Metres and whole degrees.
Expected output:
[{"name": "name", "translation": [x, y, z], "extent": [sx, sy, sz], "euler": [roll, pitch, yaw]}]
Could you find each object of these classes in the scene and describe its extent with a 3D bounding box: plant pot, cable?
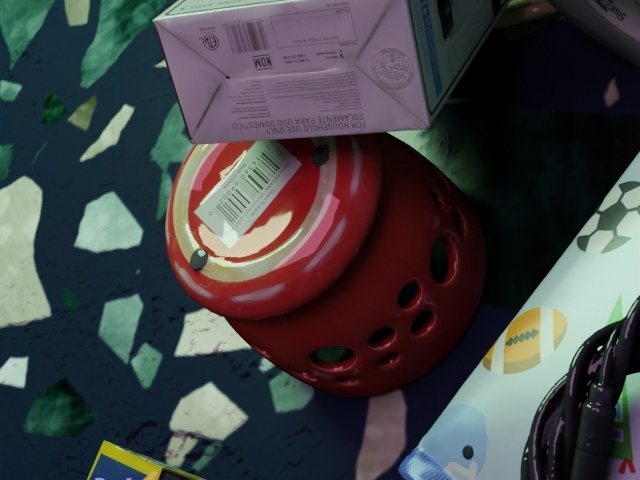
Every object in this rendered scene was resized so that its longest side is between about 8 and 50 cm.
[{"name": "plant pot", "translation": [0.000, 0.000, 0.844], "extent": [0.191, 0.174, 0.191], "euler": [-13, 63, 27]}, {"name": "cable", "translation": [0.144, 0.098, 0.491], "extent": [0.184, 0.047, 0.150], "euler": [-44, 49, 19]}]

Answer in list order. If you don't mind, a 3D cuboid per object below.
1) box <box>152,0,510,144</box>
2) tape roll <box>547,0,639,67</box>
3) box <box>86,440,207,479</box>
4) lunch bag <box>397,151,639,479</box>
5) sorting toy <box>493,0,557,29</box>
[{"name": "box", "translation": [0.031, -0.170, 0.811], "extent": [0.169, 0.087, 0.290], "euler": [-2, 30, 24]}, {"name": "tape roll", "translation": [0.225, -0.168, 0.746], "extent": [0.219, 0.219, 0.072], "euler": [33, 89, 40]}, {"name": "box", "translation": [-0.086, 0.189, 0.807], "extent": [0.059, 0.169, 0.054], "euler": [14, 75, 37]}, {"name": "lunch bag", "translation": [0.291, 0.118, 0.552], "extent": [0.328, 0.239, 0.385], "euler": [-55, 41, 1]}, {"name": "sorting toy", "translation": [0.137, -0.268, 0.967], "extent": [0.307, 0.041, 0.229], "euler": [-9, 63, 30]}]
